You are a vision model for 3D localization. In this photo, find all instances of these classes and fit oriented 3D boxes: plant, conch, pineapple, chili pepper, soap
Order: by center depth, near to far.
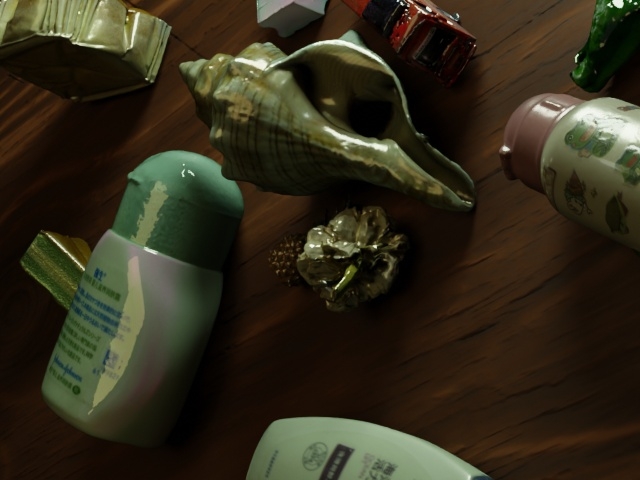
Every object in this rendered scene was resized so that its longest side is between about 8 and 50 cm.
[{"bbox_3d":[0.297,-0.236,1.245,0.216,0.062,0.108,-57,36,16],"label":"chili pepper"},{"bbox_3d":[0.033,0.022,1.386,0.116,0.104,0.122,-49,4,13],"label":"plant"},{"bbox_3d":[0.006,-0.132,1.466,0.386,0.169,0.203,20,99,13],"label":"conch"},{"bbox_3d":[0.000,0.000,1.497,0.124,0.058,0.058,-36,50,16],"label":"pineapple"},{"bbox_3d":[-0.030,-0.338,1.647,0.100,0.056,0.149,-22,60,39],"label":"soap"}]

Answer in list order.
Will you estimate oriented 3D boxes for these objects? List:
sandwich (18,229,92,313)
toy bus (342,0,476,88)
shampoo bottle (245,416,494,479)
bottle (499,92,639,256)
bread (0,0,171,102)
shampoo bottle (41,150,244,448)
[{"bbox_3d":[-0.353,0.053,1.838,0.074,0.074,0.116,-52,44,21],"label":"sandwich"},{"bbox_3d":[0.077,-0.254,1.466,0.073,0.096,0.235,-58,41,18],"label":"toy bus"},{"bbox_3d":[0.070,0.253,1.292,0.359,0.078,0.134,10,79,49],"label":"shampoo bottle"},{"bbox_3d":[0.263,-0.061,1.169,0.253,0.120,0.120,33,101,49],"label":"bottle"},{"bbox_3d":[-0.337,-0.282,1.859,0.210,0.192,0.110,-9,66,46],"label":"bread"},{"bbox_3d":[-0.205,0.061,1.615,0.222,0.151,0.350,24,94,55],"label":"shampoo bottle"}]
